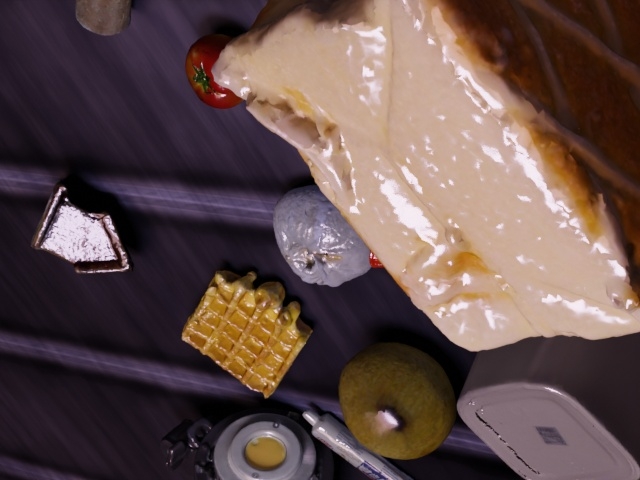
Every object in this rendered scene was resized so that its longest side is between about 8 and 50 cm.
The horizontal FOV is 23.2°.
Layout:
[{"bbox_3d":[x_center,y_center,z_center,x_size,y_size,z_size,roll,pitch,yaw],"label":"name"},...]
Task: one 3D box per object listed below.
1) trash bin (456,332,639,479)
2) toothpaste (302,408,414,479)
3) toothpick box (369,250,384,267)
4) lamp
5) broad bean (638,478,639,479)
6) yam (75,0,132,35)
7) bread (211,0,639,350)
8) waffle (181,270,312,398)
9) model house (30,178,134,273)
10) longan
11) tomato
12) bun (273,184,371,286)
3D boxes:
[{"bbox_3d":[0.279,0.111,1.641,0.219,0.250,0.220,44,145,-20],"label":"trash bin"},{"bbox_3d":[0.068,0.317,2.251,0.233,0.038,0.060,38,149,-6],"label":"toothpaste"},{"bbox_3d":[0.105,0.022,1.869,0.083,0.047,0.047,18,141,25],"label":"toothpick box"},{"bbox_3d":[-0.076,0.387,2.303,0.374,0.205,0.272,46,150,7],"label":"lamp"},{"bbox_3d":[0.335,0.217,1.888,0.065,0.046,0.254,-3,127,45],"label":"broad bean"},{"bbox_3d":[-0.243,-0.310,1.780,0.068,0.068,0.169,31,144,10],"label":"yam"},{"bbox_3d":[0.177,-0.141,1.337,0.390,0.371,0.279,48,145,-15],"label":"bread"},{"bbox_3d":[-0.097,0.115,2.146,0.160,0.055,0.211,34,146,3],"label":"waffle"},{"bbox_3d":[-0.323,-0.006,2.190,0.152,0.106,0.165,29,-178,-7],"label":"model house"},{"bbox_3d":[0.098,0.204,2.013,0.176,0.145,0.154,-109,1,-82],"label":"longan"},{"bbox_3d":[-0.111,-0.197,1.790,0.087,0.075,0.087,32,140,32],"label":"tomato"},{"bbox_3d":[0.000,0.000,1.906,0.141,0.083,0.141,23,140,21],"label":"bun"}]
